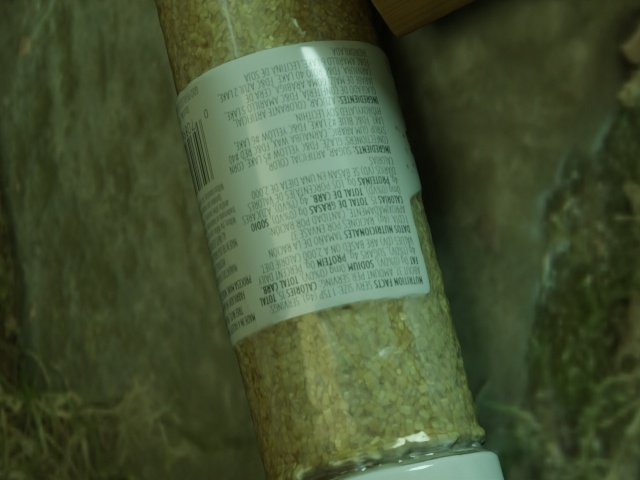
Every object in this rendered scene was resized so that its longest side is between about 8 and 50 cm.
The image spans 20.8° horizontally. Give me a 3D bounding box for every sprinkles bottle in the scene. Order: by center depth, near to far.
[{"bbox_3d":[0.000,0.000,0.902,0.121,0.121,0.355,-22,75,33],"label":"sprinkles bottle"}]

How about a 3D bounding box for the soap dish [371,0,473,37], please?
[{"bbox_3d":[0.107,-0.261,0.838,0.291,0.118,0.229,-24,74,32],"label":"soap dish"}]
